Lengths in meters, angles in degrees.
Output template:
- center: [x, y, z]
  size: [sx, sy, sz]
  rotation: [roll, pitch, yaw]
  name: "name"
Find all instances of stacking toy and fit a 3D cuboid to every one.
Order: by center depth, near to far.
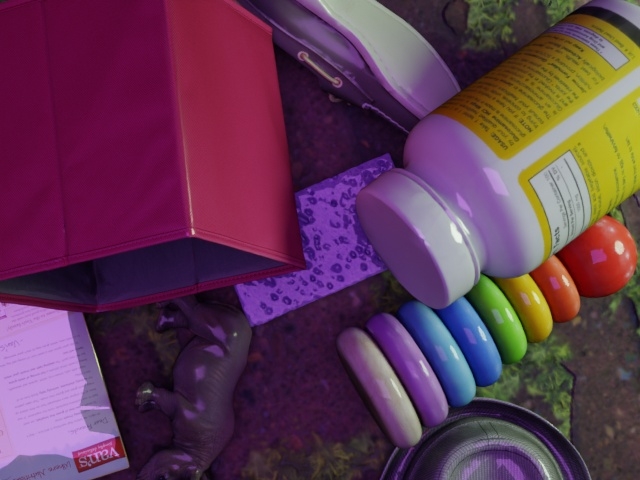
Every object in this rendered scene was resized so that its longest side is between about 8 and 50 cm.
- center: [0.187, 0.079, 1.464]
  size: [0.330, 0.141, 0.141]
  rotation: [-30, 89, -6]
  name: "stacking toy"

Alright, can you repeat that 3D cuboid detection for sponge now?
- center: [0.000, 0.000, 1.508]
  size: [0.210, 0.031, 0.117]
  rotation: [-23, 89, -1]
  name: "sponge"

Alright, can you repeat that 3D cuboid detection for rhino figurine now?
- center: [-0.140, 0.173, 1.481]
  size: [0.106, 0.073, 0.243]
  rotation: [12, 90, 2]
  name: "rhino figurine"

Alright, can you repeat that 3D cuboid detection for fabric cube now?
- center: [-0.190, -0.085, 1.346]
  size: [0.259, 0.254, 0.258]
  rotation: [-13, 79, 21]
  name: "fabric cube"

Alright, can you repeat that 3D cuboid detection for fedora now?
- center: [0.175, 0.304, 1.456]
  size: [0.243, 0.124, 0.275]
  rotation: [6, 88, 0]
  name: "fedora"

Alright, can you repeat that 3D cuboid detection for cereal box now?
- center: [-0.315, 0.149, 1.473]
  size: [0.173, 0.047, 0.240]
  rotation: [-16, 95, -8]
  name: "cereal box"

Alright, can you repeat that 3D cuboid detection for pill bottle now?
- center: [0.206, -0.083, 1.404]
  size: [0.334, 0.188, 0.188]
  rotation: [-35, 89, -16]
  name: "pill bottle"

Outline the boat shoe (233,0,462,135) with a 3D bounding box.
- center: [0.029, -0.202, 1.485]
  size: [0.305, 0.109, 0.091]
  rotation: [41, 129, -11]
  name: "boat shoe"
